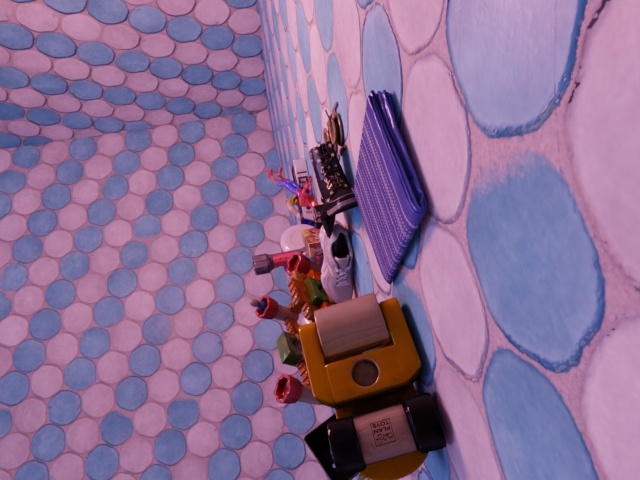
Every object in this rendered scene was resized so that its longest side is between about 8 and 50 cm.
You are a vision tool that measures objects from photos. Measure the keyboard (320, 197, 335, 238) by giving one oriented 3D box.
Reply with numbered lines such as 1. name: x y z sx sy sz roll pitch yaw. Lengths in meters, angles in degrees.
1. keyboard: 0.027 -0.101 1.310 0.180 0.023 0.108 -79 -26 -47

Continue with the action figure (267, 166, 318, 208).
1. action figure: -0.096 -0.243 1.928 0.280 0.091 0.139 44 130 25

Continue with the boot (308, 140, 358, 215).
1. boot: 0.028 -0.157 1.147 0.236 0.085 0.179 -133 23 -84

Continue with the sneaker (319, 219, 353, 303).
1. sneaker: 0.054 0.077 1.357 0.121 0.099 0.263 -139 38 -72

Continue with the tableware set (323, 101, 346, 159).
1. tableware set: 0.025 -0.285 1.250 0.194 0.039 0.129 152 107 -83

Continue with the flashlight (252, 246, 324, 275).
1. flashlight: -0.113 0.074 1.809 0.103 0.303 0.103 94 163 -60

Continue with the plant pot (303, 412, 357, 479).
1. plant pot: 0.075 0.694 1.510 0.187 0.188 0.167 46 155 33

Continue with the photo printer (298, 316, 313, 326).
1. photo printer: 0.020 0.420 1.769 0.256 0.107 0.308 47 159 24

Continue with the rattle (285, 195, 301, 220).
1. rattle: -0.070 -0.159 2.235 0.130 0.142 0.200 32 -160 -55

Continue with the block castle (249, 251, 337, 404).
1. block castle: -0.066 0.271 1.498 0.303 0.212 0.453 -54 32 20

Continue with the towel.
1. towel: 0.121 -0.082 0.855 0.336 0.040 0.244 91 165 -66

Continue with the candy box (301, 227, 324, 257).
1. candy box: 0.000 0.000 1.592 0.187 0.109 0.053 -122 23 -73

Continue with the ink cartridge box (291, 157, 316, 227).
1. ink cartridge box: -0.070 -0.186 2.069 0.165 0.065 0.333 132 126 -80

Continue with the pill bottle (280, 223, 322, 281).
1. pill bottle: -0.076 0.092 2.040 0.323 0.181 0.182 87 169 -50

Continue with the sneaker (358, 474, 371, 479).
1. sneaker: 0.180 0.849 1.452 0.121 0.110 0.300 -120 18 -58

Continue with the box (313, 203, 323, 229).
1. box: 0.010 -0.083 1.573 0.083 0.062 0.052 97 160 -66

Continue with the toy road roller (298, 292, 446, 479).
1. toy road roller: 0.100 0.295 0.915 0.241 0.202 0.330 70 -176 -62
